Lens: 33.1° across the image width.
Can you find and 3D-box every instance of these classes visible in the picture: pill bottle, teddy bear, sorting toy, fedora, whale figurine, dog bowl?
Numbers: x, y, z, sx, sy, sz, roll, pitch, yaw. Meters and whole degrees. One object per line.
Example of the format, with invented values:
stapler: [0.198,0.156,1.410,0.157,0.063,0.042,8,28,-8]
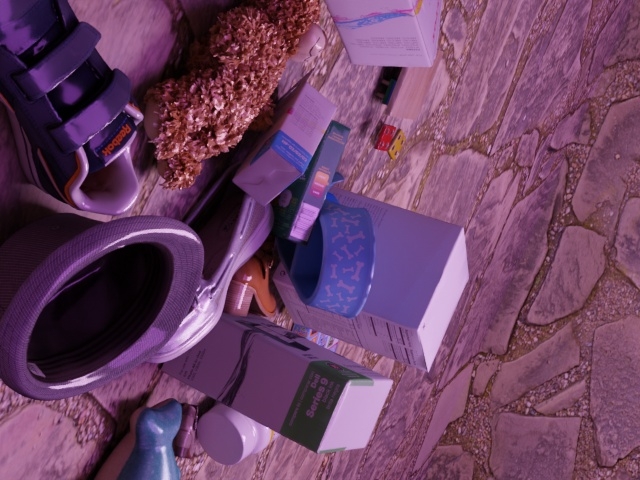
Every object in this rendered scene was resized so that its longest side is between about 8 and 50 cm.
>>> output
pill bottle: [-0.112,0.295,1.862,0.208,0.119,0.119,-31,142,-52]
teddy bear: [-0.100,-0.202,1.358,0.338,0.113,0.245,-45,154,-37]
sorting toy: [0.149,-0.276,1.898,0.132,0.046,0.275,-7,121,-64]
fedora: [-0.275,0.053,1.217,0.275,0.124,0.244,-23,141,-47]
whale figurine: [-0.258,0.374,1.601,0.216,0.141,0.272,-2,115,-65]
dog bowl: [0.000,0.000,1.624,0.074,0.297,0.166,6,114,-19]

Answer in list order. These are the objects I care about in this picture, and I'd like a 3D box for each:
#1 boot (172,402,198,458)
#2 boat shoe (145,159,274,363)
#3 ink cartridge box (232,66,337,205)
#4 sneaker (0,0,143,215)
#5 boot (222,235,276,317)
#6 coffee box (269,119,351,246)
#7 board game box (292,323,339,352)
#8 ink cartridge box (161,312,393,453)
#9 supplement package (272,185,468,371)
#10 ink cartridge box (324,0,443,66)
boot: [-0.218,0.309,1.748,0.118,0.042,0.087,134,-31,-76]
boat shoe: [-0.169,0.026,1.462,0.320,0.118,0.103,-54,148,-33]
ink cartridge box: [-0.042,-0.146,1.494,0.104,0.061,0.181,-35,-158,46]
sneaker: [-0.253,-0.150,1.065,0.126,0.127,0.321,-50,153,-25]
boot: [-0.097,0.040,1.687,0.197,0.072,0.153,11,94,-78]
coffee box: [-0.024,-0.088,1.566,0.040,0.113,0.184,21,88,-27]
board game box: [-0.001,0.161,2.060,0.160,0.039,0.212,-27,139,-56]
ink cartridge box: [-0.065,0.207,1.650,0.122,0.289,0.211,-67,158,2]
supplement package: [0.092,0.064,1.831,0.199,0.262,0.198,-64,159,-21]
ink cartridge box: [0.083,-0.396,1.422,0.306,0.131,0.226,59,38,-67]
